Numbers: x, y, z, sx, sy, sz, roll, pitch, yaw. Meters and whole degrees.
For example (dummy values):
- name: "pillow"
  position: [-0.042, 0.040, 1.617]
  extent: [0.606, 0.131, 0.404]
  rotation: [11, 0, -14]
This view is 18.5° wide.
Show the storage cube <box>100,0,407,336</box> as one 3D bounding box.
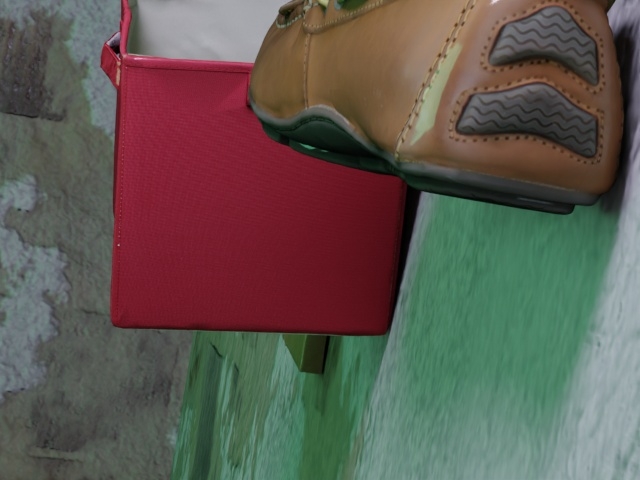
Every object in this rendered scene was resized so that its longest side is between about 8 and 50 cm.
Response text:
- name: "storage cube"
  position: [-0.043, -0.062, 1.322]
  extent: [0.183, 0.215, 0.193]
  rotation: [-102, 17, -64]

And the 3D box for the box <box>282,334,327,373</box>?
- name: "box"
  position: [0.000, 0.000, 1.643]
  extent: [0.164, 0.021, 0.201]
  rotation: [-129, 49, -80]

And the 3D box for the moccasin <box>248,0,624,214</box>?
- name: "moccasin"
  position: [0.046, -0.103, 0.945]
  extent: [0.380, 0.139, 0.147]
  rotation: [-145, 66, -82]
